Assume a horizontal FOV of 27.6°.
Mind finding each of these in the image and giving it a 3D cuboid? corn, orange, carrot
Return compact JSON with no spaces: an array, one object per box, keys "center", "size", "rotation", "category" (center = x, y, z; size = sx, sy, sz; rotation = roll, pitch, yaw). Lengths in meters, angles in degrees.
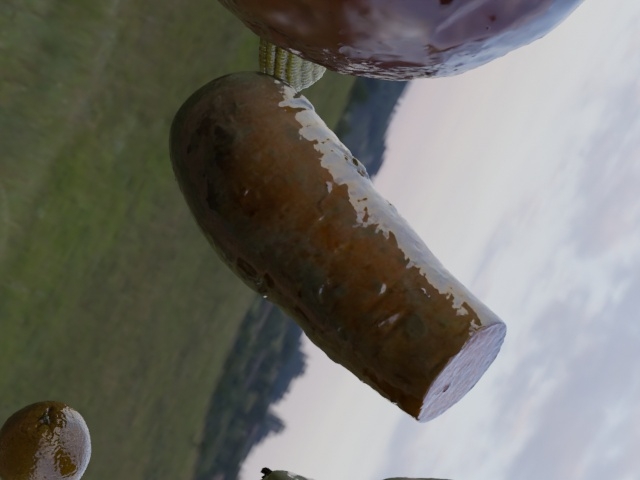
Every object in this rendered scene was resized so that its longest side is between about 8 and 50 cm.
[{"center":[-0.017,-0.204,1.192],"size":[0.085,0.063,0.165],"rotation":[-26,154,-25],"category":"corn"},{"center":[-0.223,0.167,1.050],"size":[0.085,0.085,0.085],"rotation":[-62,180,1],"category":"orange"},{"center":[0.000,0.000,0.984],"size":[0.138,0.302,0.139],"rotation":[-35,155,-19],"category":"carrot"}]

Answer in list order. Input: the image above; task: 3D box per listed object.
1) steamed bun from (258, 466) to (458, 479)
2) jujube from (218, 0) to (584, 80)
[{"center":[0.045,0.312,1.004],"size":[0.268,0.280,0.207],"rotation":[91,7,-58],"category":"steamed bun"},{"center":[0.029,-0.169,0.444],"size":[0.255,0.190,0.190],"rotation":[-97,-150,-55],"category":"jujube"}]
